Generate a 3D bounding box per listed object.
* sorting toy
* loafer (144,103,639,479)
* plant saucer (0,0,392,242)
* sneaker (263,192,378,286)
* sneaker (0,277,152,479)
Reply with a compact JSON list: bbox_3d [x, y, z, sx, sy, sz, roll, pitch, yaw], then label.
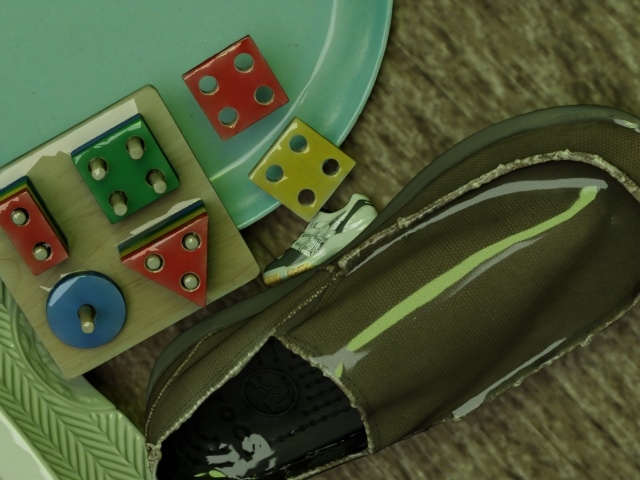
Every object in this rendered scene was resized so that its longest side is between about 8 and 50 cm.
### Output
[{"bbox_3d":[-0.112,-0.003,0.992,0.274,0.046,0.132,-29,111,0],"label":"sorting toy"},{"bbox_3d":[0.047,0.061,0.963,0.366,0.130,0.134,-34,106,24],"label":"loafer"},{"bbox_3d":[-0.117,-0.144,0.990,0.317,0.044,0.318,-3,108,-9],"label":"plant saucer"},{"bbox_3d":[0.000,0.000,1.043,0.083,0.032,0.037,-26,71,19],"label":"sneaker"},{"bbox_3d":[-0.229,0.099,1.086,0.148,0.131,0.350,-41,76,33],"label":"sneaker"}]
